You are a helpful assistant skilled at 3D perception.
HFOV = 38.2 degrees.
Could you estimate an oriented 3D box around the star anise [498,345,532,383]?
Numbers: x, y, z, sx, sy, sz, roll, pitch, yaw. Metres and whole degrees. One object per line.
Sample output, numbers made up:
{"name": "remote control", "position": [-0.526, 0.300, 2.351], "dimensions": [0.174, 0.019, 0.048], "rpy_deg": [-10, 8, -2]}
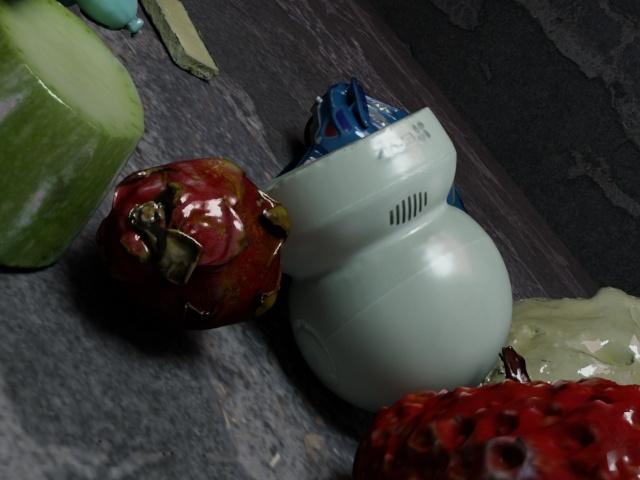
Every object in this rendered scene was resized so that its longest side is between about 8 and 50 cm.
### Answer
{"name": "star anise", "position": [0.153, 0.198, 0.749], "dimensions": [0.212, 0.157, 0.053], "rpy_deg": [52, 31, -8]}

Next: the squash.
{"name": "squash", "position": [-0.195, -0.073, 0.576], "dimensions": [0.170, 0.122, 0.170], "rpy_deg": [46, 19, -21]}

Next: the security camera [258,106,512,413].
{"name": "security camera", "position": [0.060, 0.030, 0.769], "dimensions": [0.236, 0.194, 0.194], "rpy_deg": [62, 17, -5]}

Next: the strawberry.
{"name": "strawberry", "position": [0.155, 0.226, 0.563], "dimensions": [0.291, 0.309, 0.292], "rpy_deg": [26, 57, -48]}

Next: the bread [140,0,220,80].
{"name": "bread", "position": [-0.178, -0.261, 1.156], "dimensions": [0.068, 0.028, 0.154], "rpy_deg": [22, 31, -53]}

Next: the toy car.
{"name": "toy car", "position": [0.110, -0.080, 1.223], "dimensions": [0.314, 0.166, 0.198], "rpy_deg": [40, 22, -23]}

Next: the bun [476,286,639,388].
{"name": "bun", "position": [0.284, 0.193, 0.927], "dimensions": [0.362, 0.234, 0.326], "rpy_deg": [17, 39, -46]}

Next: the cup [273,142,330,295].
{"name": "cup", "position": [0.007, -0.008, 0.899], "dimensions": [0.138, 0.113, 0.150], "rpy_deg": [42, 16, -10]}

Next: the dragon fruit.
{"name": "dragon fruit", "position": [-0.092, -0.005, 0.676], "dimensions": [0.246, 0.125, 0.125], "rpy_deg": [-142, -148, -75]}

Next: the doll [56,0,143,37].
{"name": "doll", "position": [-0.173, -0.196, 0.586], "dimensions": [0.159, 0.059, 0.158], "rpy_deg": [44, -6, -9]}
